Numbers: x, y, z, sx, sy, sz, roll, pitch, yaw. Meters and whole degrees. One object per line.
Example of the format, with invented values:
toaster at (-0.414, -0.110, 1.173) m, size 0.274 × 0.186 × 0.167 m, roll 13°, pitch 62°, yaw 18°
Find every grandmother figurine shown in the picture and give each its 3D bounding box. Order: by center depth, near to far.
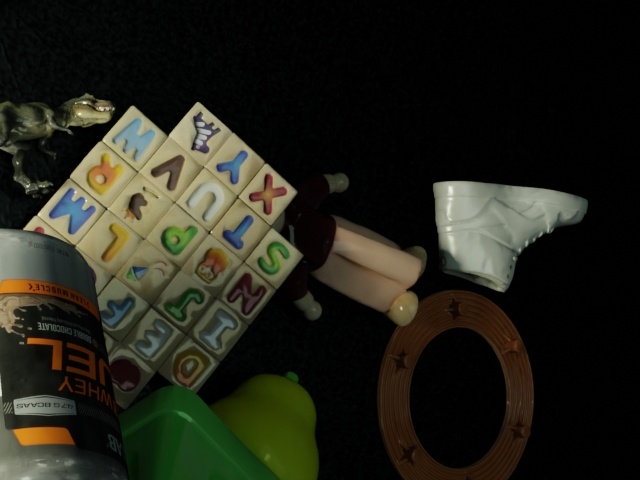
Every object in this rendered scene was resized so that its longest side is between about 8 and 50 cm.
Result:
grandmother figurine at (0.000, 0.000, 1.335) m, size 0.342 × 0.104 × 0.208 m, roll 22°, pitch 64°, yaw -36°

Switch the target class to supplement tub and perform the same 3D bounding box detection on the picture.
supplement tub at (-0.300, 0.173, 0.939) m, size 0.207 × 0.207 × 0.338 m, roll 10°, pitch 47°, yaw -36°

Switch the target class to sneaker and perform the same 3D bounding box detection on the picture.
sneaker at (0.304, -0.001, 1.565) m, size 0.292 × 0.108 × 0.169 m, roll 3°, pitch 85°, yaw -27°

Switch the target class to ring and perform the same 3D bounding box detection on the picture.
ring at (0.223, 0.244, 1.518) m, size 0.336 × 0.032 × 0.337 m, roll 4°, pitch 83°, yaw -37°

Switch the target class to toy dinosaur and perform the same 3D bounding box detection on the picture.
toy dinosaur at (-0.358, -0.112, 1.097) m, size 0.268 × 0.064 × 0.118 m, roll -4°, pitch 68°, yaw -34°

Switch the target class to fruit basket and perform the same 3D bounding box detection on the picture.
fruit basket at (-0.128, 0.320, 1.153) m, size 0.392 × 0.283 × 0.392 m, roll 51°, pitch 16°, yaw -21°

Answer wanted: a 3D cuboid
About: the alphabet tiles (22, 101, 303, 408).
alphabet tiles at (-0.191, 0.017, 1.174) m, size 0.285 × 0.011 × 0.343 m, roll 42°, pitch 77°, yaw -18°
